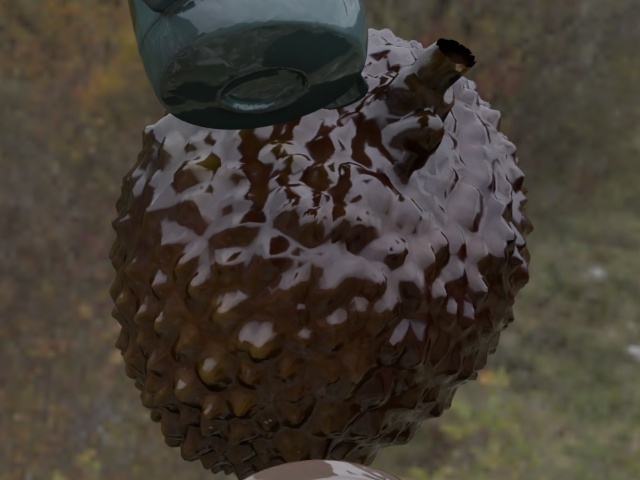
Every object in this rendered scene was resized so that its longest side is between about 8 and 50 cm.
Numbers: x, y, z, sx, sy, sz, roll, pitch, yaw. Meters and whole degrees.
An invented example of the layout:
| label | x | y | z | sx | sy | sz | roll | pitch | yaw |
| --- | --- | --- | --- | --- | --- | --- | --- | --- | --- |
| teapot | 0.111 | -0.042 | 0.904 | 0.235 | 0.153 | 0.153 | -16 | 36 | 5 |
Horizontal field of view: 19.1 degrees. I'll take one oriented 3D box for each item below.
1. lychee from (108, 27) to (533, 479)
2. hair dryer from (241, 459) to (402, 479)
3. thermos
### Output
| label | x | y | z | sx | sy | sz | roll | pitch | yaw |
| --- | --- | --- | --- | --- | --- | --- | --- | --- | --- |
| lychee | 0.000 | 0.000 | 0.834 | 0.200 | 0.238 | 0.200 | 16 | 43 | -16 |
| hair dryer | -0.044 | 0.124 | 0.334 | 0.064 | 0.117 | 0.182 | 40 | 62 | 6 |
| thermos | -0.052 | -0.185 | 0.700 | 0.145 | 0.287 | 0.182 | -23 | -27 | 23 |
